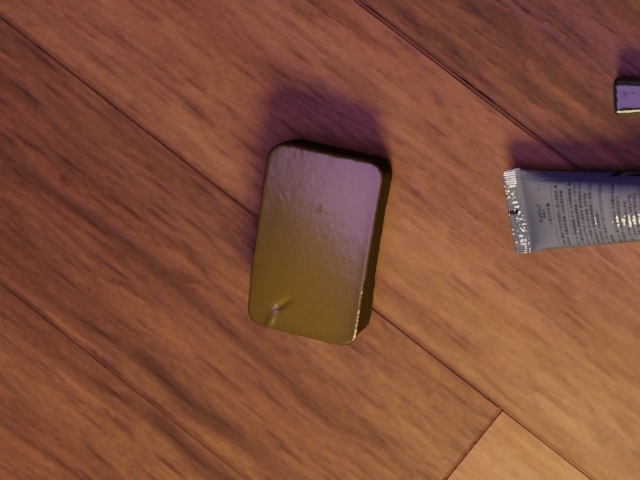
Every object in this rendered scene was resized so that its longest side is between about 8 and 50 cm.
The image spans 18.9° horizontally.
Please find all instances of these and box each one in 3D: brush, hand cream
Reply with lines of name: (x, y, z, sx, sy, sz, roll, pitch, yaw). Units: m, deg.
brush: (0.000, 0.000, 1.955, 0.123, 0.059, 0.197, 14, 108, 17)
hand cream: (0.312, -0.035, 1.851, 0.271, 0.058, 0.091, -3, 115, 22)

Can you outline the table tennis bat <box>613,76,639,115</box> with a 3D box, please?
table tennis bat: (0.426, -0.134, 1.801, 0.301, 0.022, 0.173, 0, 105, 17)
